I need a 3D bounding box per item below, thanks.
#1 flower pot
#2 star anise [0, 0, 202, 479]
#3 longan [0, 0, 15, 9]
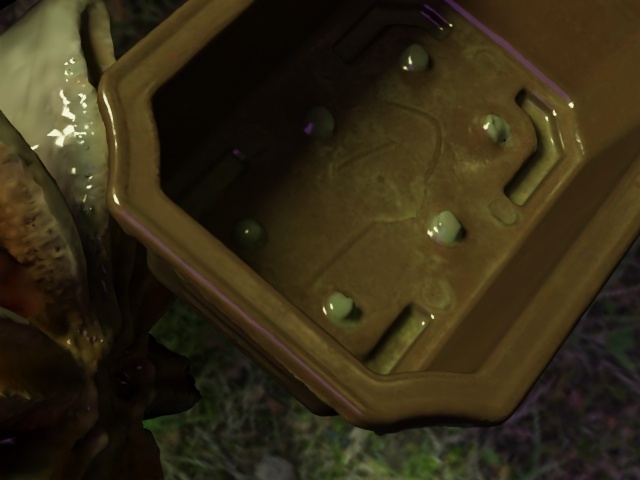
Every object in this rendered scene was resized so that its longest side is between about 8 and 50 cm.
[{"bbox_3d":[0.032,-0.036,0.539,0.179,0.251,0.084,40,147,4],"label":"flower pot"},{"bbox_3d":[-0.130,0.052,0.569,0.117,0.332,0.332,7,110,13],"label":"star anise"},{"bbox_3d":[-0.179,-0.189,0.570,0.196,0.196,0.220,20,108,13],"label":"longan"}]
